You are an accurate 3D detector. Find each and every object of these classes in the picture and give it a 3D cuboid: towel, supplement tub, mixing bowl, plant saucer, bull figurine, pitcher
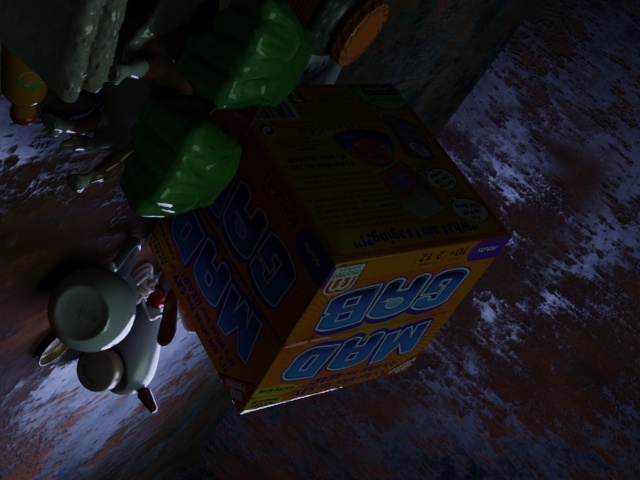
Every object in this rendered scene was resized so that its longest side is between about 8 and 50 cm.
[{"bbox_3d":[-0.191,-0.251,0.689,0.049,0.187,0.282,-33,162,-44],"label":"towel"},{"bbox_3d":[-0.017,-0.303,1.190,0.117,0.190,0.117,-47,170,-11],"label":"supplement tub"},{"bbox_3d":[-0.174,-0.158,1.311,0.181,0.098,0.181,-46,169,-12],"label":"mixing bowl"},{"bbox_3d":[-0.435,0.170,1.624,0.083,0.015,0.083,-47,169,-12],"label":"plant saucer"},{"bbox_3d":[-0.201,-0.188,1.105,0.188,0.101,0.310,-33,159,-43],"label":"bull figurine"},{"bbox_3d":[-0.330,0.078,1.505,0.207,0.125,0.178,-35,145,-88],"label":"pitcher"}]

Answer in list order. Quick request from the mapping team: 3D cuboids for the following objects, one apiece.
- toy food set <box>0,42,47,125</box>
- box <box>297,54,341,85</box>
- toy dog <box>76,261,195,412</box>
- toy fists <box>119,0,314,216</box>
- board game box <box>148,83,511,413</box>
[{"bbox_3d":[-0.337,-0.104,0.807,0.232,0.111,0.104,-45,168,-35],"label":"toy food set"},{"bbox_3d":[-0.009,-0.294,1.671,0.145,0.038,0.186,-41,166,-36],"label":"box"},{"bbox_3d":[-0.299,0.184,1.827,0.334,0.161,0.220,-55,168,27],"label":"toy dog"},{"bbox_3d":[-0.120,-0.144,1.070,0.279,0.096,0.142,-53,171,14],"label":"toy fists"},{"bbox_3d":[0.000,0.000,1.576,0.356,0.356,0.356,-8,142,-39],"label":"board game box"}]
